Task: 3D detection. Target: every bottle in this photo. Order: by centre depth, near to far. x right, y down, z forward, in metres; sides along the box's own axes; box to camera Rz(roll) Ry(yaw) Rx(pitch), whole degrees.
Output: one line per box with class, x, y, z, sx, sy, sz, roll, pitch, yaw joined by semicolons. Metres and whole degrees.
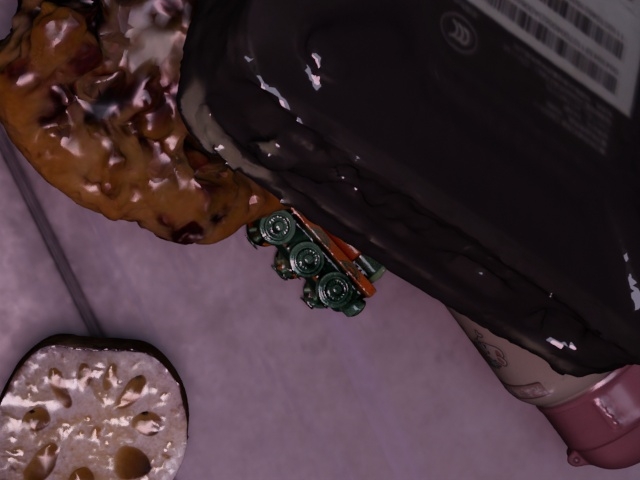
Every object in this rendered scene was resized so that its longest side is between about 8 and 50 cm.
bottle;0.144;0.040;1.261;0.110;0.110;0.233;-38;98;-6

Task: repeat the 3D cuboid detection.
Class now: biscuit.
biscuit;-0.057;-0.164;1.178;0.289;0.081;0.334;38;72;-28

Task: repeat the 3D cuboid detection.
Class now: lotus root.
lotus root;-0.144;0.115;1.227;0.122;0.081;0.112;4;94;-11

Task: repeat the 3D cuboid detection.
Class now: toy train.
toy train;0.000;0.000;1.269;0.064;0.044;0.103;-44;100;-16

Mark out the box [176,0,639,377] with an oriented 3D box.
box;0.103;-0.132;1.162;0.359;0.091;0.350;32;58;-27
